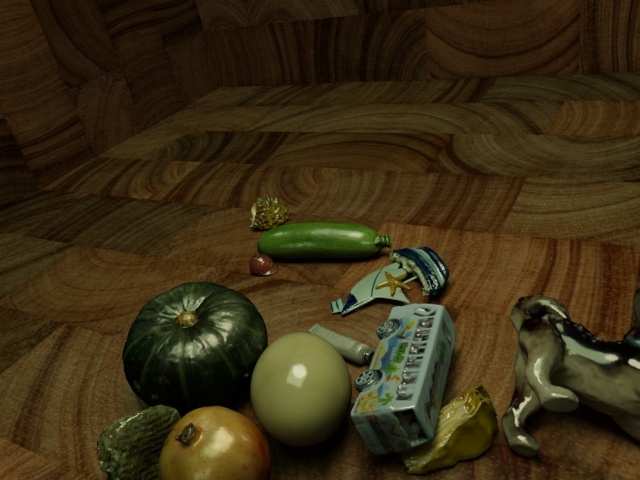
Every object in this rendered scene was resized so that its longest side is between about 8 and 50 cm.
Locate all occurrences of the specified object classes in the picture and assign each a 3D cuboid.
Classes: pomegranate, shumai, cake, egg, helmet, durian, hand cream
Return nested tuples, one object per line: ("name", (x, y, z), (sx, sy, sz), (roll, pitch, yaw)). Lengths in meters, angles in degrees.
("pomegranate", (-0.177, 0.369, 0.945), (0.192, 0.191, 0.191), (-9, 30, 6))
("shumai", (-0.337, 0.362, 1.024), (0.142, 0.184, 0.184), (2, 33, 35))
("cake", (0.216, 0.317, 0.959), (0.185, 0.116, 0.079), (-8, 28, 0))
("egg", (-0.036, 0.269, 1.058), (0.186, 0.185, 0.241), (-13, 19, 0))
("helmet", (-0.161, 0.062, 1.586), (0.084, 0.049, 0.065), (-1, 31, 20))
("durian", (-0.175, -0.115, 1.859), (0.141, 0.078, 0.224), (-16, 31, -6))
("hand cream", (0.038, 0.228, 1.249), (0.195, 0.042, 0.067), (12, 46, 44))

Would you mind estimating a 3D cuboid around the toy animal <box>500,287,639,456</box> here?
("toy animal", (0.489, 0.202, 0.968), (0.345, 0.194, 0.302), (2, 38, 14))

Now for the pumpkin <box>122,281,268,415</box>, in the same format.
("pumpkin", (-0.262, 0.227, 1.201), (0.301, 0.207, 0.300), (-1, 41, 1))

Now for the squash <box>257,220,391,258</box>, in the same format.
("squash", (0.000, 0.000, 1.575), (0.396, 0.107, 0.107), (0, 32, 20))

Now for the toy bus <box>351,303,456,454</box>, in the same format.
("toy bus", (0.163, 0.237, 1.066), (0.136, 0.109, 0.329), (-21, 19, 30))

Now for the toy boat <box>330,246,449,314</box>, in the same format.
("toy boat", (0.159, 0.114, 1.396), (0.291, 0.066, 0.220), (-28, 31, -5))
